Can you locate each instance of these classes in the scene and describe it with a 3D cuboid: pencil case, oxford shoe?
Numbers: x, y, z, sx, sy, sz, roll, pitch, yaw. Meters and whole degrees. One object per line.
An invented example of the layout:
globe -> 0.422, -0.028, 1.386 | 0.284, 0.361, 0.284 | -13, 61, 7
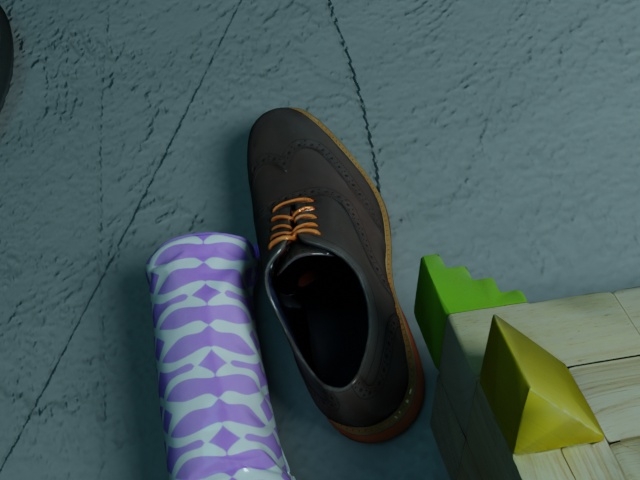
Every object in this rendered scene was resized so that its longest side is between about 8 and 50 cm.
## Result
pencil case -> -0.068, 0.094, 0.655 | 0.088, 0.086, 0.206 | -4, 61, -16
oxford shoe -> 0.000, 0.000, 0.662 | 0.097, 0.098, 0.271 | -26, 59, 8

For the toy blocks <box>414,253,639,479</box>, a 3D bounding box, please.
toy blocks -> 0.223, 0.150, 0.457 | 0.261, 0.191, 0.381 | -7, 42, -10

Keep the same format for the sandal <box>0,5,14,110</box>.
sandal -> -0.420, -0.058, 0.848 | 0.167, 0.107, 0.446 | 17, 73, 27
